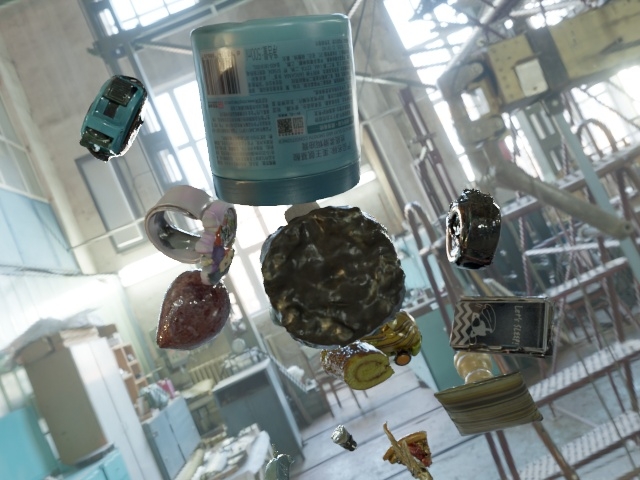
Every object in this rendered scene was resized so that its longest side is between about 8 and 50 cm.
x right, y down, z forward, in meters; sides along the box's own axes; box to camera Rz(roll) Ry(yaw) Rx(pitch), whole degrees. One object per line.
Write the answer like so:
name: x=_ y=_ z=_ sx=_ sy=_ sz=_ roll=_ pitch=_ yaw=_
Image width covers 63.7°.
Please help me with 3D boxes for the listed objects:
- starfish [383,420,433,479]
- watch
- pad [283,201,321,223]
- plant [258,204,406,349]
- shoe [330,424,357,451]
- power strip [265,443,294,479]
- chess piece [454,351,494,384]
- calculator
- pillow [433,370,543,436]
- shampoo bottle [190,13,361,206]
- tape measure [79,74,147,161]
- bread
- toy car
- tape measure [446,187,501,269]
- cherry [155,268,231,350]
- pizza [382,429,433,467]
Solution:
starfish: x=0.256 y=0.619 z=1.402 sx=0.050 sy=0.247 sz=0.138 roll=-34 pitch=11 yaw=-12
watch: x=-0.358 y=-0.011 z=1.405 sx=0.231 sy=0.244 sz=0.196 roll=9 pitch=38 yaw=9
pad: x=0.000 y=0.000 z=1.518 sx=0.002 sy=0.266 sz=0.176 roll=-27 pitch=8 yaw=38
plant: x=0.009 y=0.049 z=0.587 sx=0.146 sy=0.149 sz=0.274 roll=-15 pitch=-8 yaw=-8
shoe: x=0.098 y=0.765 z=1.970 sx=0.071 sy=0.099 sz=0.169 roll=-50 pitch=-4 yaw=-16
power strip: x=-0.110 y=0.711 z=1.521 sx=0.044 sy=0.216 sz=0.137 roll=-33 pitch=-44 yaw=14
chess piece: x=0.596 y=0.525 z=1.940 sx=0.143 sy=0.142 sz=0.261 roll=-25 pitch=20 yaw=14
calculator: x=0.489 y=0.229 z=1.403 sx=0.274 sy=0.165 sz=0.028 roll=-4 pitch=-27 yaw=37
pillow: x=0.403 y=0.396 z=1.232 sx=0.208 sy=0.212 sz=0.052 roll=-20 pitch=37 yaw=21
shampoo bottle: x=-0.087 y=-0.282 z=1.090 sx=0.331 sy=0.342 sz=0.331 roll=-5 pitch=22 yaw=2
tape measure: x=-0.339 y=-0.200 z=0.848 sx=0.146 sy=0.081 sz=0.125 roll=-67 pitch=12 yaw=-6
bread: x=0.085 y=0.308 z=1.302 sx=0.132 sy=0.103 sz=0.172 roll=-18 pitch=9 yaw=-21
toy car: x=0.195 y=0.289 z=1.623 sx=0.248 sy=0.142 sz=0.200 roll=-11 pitch=33 yaw=-6
tape measure: x=0.425 y=-0.023 z=1.432 sx=0.135 sy=0.223 sz=0.202 roll=7 pitch=-40 yaw=-2
cherry: x=-0.395 y=0.221 z=1.607 sx=0.300 sy=0.203 sz=0.230 roll=-56 pitch=-15 yaw=-30
pizza: x=0.346 y=0.767 z=1.844 sx=0.201 sy=0.193 sz=0.053 roll=-50 pitch=21 yaw=23
